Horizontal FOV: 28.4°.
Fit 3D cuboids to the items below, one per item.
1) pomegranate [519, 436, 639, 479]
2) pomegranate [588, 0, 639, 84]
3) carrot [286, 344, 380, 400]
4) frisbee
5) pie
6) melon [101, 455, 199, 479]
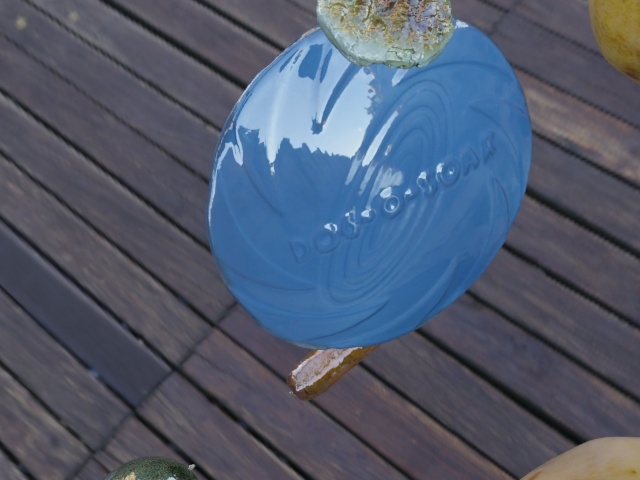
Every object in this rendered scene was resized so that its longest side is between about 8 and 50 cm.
[{"bbox_3d":[0.331,0.392,1.298,0.412,0.411,0.411,-10,56,15],"label":"pomegranate"},{"bbox_3d":[0.599,-0.395,1.930,0.417,0.416,0.416,-10,56,15],"label":"pomegranate"},{"bbox_3d":[0.057,0.139,1.752,0.248,0.059,0.059,-35,53,-2],"label":"carrot"},{"bbox_3d":[0.051,-0.038,0.976,0.289,0.289,0.049,-39,35,-6],"label":"frisbee"},{"bbox_3d":[0.038,-0.135,0.745,0.084,0.020,0.084,5,60,-8],"label":"pie"},{"bbox_3d":[-0.167,0.264,1.151,0.114,0.114,0.167,21,53,30],"label":"melon"}]
